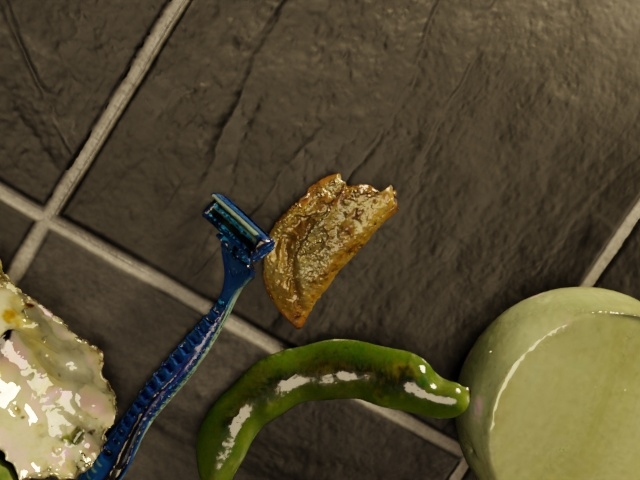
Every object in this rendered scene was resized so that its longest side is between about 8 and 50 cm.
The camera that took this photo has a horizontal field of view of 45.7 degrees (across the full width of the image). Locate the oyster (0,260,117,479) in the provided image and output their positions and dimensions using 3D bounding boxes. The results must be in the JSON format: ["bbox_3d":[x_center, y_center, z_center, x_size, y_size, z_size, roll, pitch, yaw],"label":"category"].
[{"bbox_3d":[-0.274,0.126,0.700,0.133,0.072,0.209,-46,113,-12],"label":"oyster"}]

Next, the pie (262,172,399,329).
[{"bbox_3d":[0.000,0.000,0.734,0.092,0.034,0.170,39,99,-15],"label":"pie"}]

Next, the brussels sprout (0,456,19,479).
[{"bbox_3d":[-0.354,0.264,0.683,0.162,0.144,0.180,-22,92,-39],"label":"brussels sprout"}]

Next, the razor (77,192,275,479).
[{"bbox_3d":[-0.140,0.117,0.729,0.056,0.093,0.324,20,104,-47],"label":"razor"}]

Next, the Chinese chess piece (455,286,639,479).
[{"bbox_3d":[0.260,0.170,0.768,0.251,0.101,0.250,-2,101,-8],"label":"Chinese chess piece"}]

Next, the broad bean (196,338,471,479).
[{"bbox_3d":[-0.009,0.171,0.742,0.292,0.049,0.144,-31,84,5],"label":"broad bean"}]
